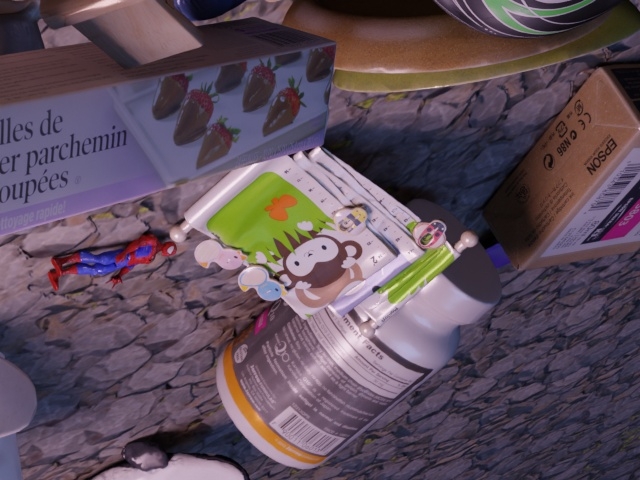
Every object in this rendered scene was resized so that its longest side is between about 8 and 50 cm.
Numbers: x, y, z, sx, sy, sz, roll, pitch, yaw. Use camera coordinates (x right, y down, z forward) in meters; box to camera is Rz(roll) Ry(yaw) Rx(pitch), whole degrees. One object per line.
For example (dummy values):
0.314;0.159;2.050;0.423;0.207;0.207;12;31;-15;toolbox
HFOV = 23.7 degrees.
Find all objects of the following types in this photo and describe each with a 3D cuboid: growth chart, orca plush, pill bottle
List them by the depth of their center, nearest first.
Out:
0.000;0.000;1.368;0.237;0.021;0.172;30;117;-25;growth chart
0.038;0.093;1.533;0.278;0.162;0.162;-43;151;25;pill bottle
-0.216;0.313;1.750;0.287;0.151;0.102;-34;-174;3;orca plush

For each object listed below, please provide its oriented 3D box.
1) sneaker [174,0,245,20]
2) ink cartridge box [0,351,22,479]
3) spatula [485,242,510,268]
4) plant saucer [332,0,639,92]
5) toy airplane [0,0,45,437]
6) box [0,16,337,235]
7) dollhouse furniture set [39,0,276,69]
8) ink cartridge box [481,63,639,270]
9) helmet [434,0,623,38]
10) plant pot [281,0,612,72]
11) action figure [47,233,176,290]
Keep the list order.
0.008;-0.243;0.855;0.296;0.112;0.131;-58;158;3;sneaker
-0.398;0.232;1.271;0.353;0.119;0.207;-14;106;-29;ink cartridge box
0.140;0.076;1.755;0.084;0.030;0.296;7;137;-50;spatula
0.123;-0.161;1.160;0.241;0.037;0.241;-12;-165;3;plant saucer
-0.272;-0.055;0.818;0.384;0.272;0.386;-56;147;-21;toy airplane
-0.109;-0.058;0.742;0.324;0.067;0.063;-21;124;-53;box
0.023;-0.274;0.638;0.355;0.303;0.174;-13;150;27;dollhouse furniture set
0.309;-0.077;1.585;0.193;0.088;0.235;-7;146;-36;ink cartridge box
0.122;-0.202;0.917;0.161;0.169;0.169;-17;153;-3;helmet
0.086;-0.172;1.073;0.236;0.236;0.032;-18;116;-22;plant pot
-0.178;0.018;1.331;0.115;0.030;0.038;-17;147;-28;action figure
